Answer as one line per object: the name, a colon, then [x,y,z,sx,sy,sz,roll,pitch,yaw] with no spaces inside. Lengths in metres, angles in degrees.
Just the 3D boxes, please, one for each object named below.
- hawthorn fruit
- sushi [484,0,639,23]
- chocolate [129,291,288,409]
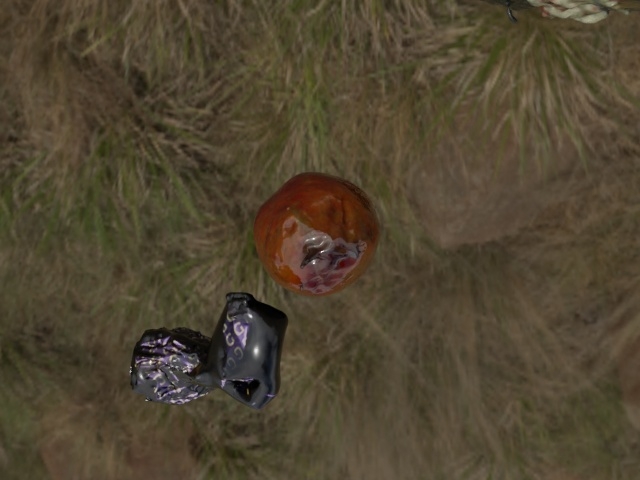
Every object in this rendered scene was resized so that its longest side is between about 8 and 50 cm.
hawthorn fruit: [0.000,0.000,0.611,0.081,0.093,0.081,-3,105,-11]
sushi: [0.303,-0.304,1.196,0.373,0.100,0.296,17,-174,30]
chocolate: [-0.071,0.079,0.639,0.072,0.070,0.147,55,152,-8]
